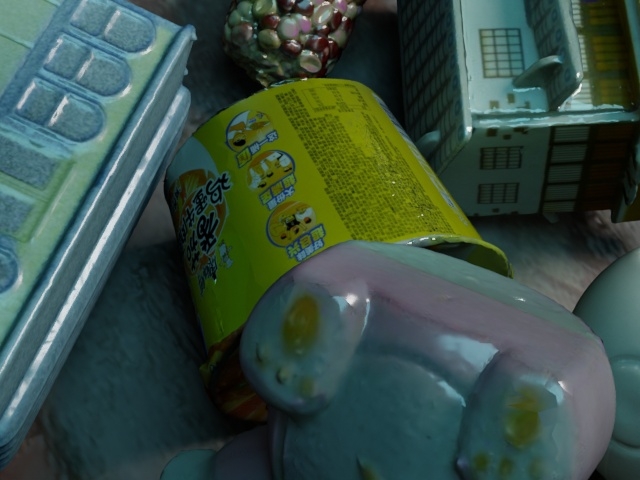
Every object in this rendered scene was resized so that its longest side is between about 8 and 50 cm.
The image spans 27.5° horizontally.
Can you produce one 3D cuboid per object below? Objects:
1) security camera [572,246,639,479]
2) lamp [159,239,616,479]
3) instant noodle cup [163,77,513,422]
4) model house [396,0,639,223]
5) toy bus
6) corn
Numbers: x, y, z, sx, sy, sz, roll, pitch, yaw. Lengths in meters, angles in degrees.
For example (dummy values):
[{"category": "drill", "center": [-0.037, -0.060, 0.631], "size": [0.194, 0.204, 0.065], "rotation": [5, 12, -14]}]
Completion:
[{"category": "security camera", "center": [0.259, 0.112, 0.854], "size": [0.194, 0.194, 0.236], "rotation": [-21, 66, -26]}, {"category": "lamp", "center": [0.034, 0.156, 0.712], "size": [0.247, 0.301, 0.247], "rotation": [21, 17, 13]}, {"category": "instant noodle cup", "center": [0.000, 0.000, 0.825], "size": [0.205, 0.205, 0.153], "rotation": [-12, 61, -23]}, {"category": "model house", "center": [0.164, -0.131, 0.936], "size": [0.215, 0.198, 0.224], "rotation": [-3, 64, 1]}, {"category": "toy bus", "center": [-0.215, -0.018, 0.783], "size": [0.190, 0.152, 0.312], "rotation": [25, 57, -4]}, {"category": "corn", "center": [0.020, -0.232, 0.959], "size": [0.092, 0.092, 0.281], "rotation": [30, 82, -1]}]
